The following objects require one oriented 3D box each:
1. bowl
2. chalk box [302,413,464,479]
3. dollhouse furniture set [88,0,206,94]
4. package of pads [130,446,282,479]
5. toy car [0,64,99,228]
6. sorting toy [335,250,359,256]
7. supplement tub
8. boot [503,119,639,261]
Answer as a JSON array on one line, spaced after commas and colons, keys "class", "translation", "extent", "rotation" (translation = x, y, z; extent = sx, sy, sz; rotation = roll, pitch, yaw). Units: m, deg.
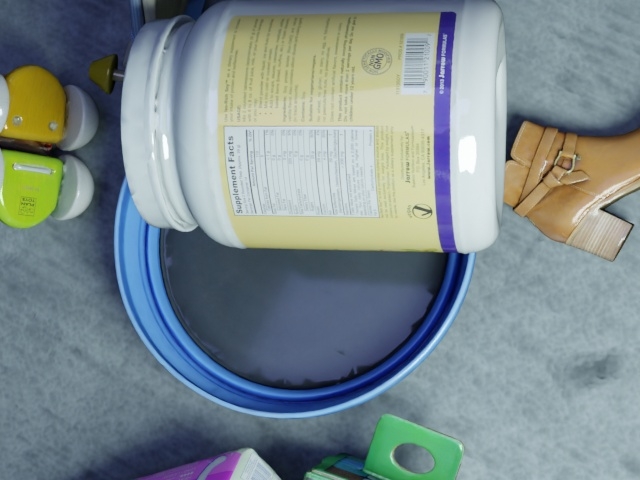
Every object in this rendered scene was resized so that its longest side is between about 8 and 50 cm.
[{"class": "bowl", "translation": [-0.027, -0.005, 1.232], "extent": [0.391, 0.077, 0.391], "rotation": [-2, 80, 11]}, {"class": "chalk box", "translation": [0.060, 0.323, 1.156], "extent": [0.180, 0.179, 0.289], "rotation": [19, 89, 12]}, {"class": "dollhouse furniture set", "translation": [-0.217, -0.340, 1.171], "extent": [0.198, 0.286, 0.303], "rotation": [12, 70, 1]}, {"class": "package of pads", "translation": [-0.189, 0.339, 1.128], "extent": [0.296, 0.229, 0.101], "rotation": [-22, 114, 29]}, {"class": "toy car", "translation": [-0.346, -0.104, 1.292], "extent": [0.136, 0.159, 0.182], "rotation": [0, 85, 45]}, {"class": "sorting toy", "translation": [0.000, 0.000, 1.272], "extent": [0.083, 0.012, 0.062], "rotation": [-19, 78, 9]}, {"class": "supplement tub", "translation": [0.004, -0.109, 1.079], "extent": [0.331, 0.241, 0.241], "rotation": [1, 86, 12]}, {"class": "boot", "translation": [0.282, -0.092, 1.199], "extent": [0.152, 0.073, 0.197], "rotation": [30, 89, 15]}]
